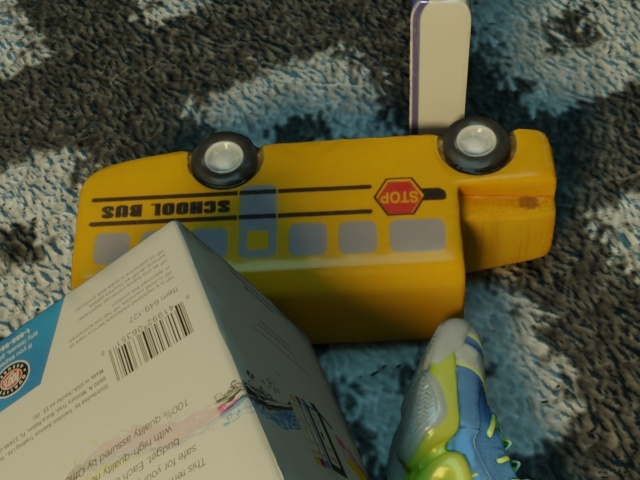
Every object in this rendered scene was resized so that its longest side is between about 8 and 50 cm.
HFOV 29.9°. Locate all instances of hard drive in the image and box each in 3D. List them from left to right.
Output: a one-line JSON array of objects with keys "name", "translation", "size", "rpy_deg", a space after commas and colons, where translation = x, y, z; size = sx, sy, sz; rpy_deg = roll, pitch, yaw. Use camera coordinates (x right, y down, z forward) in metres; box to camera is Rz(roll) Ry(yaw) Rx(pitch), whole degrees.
[{"name": "hard drive", "translation": [0.094, -0.228, 0.939], "size": [0.040, 0.210, 0.318], "rpy_deg": [1, 57, 5]}]

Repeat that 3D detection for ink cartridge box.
[{"name": "ink cartridge box", "translation": [-0.074, 0.149, 0.686], "size": [0.171, 0.168, 0.232], "rpy_deg": [-33, 49, 9]}]

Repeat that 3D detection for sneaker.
[{"name": "sneaker", "translation": [0.104, 0.171, 0.761], "size": [0.126, 0.091, 0.240], "rpy_deg": [14, 65, 0]}]

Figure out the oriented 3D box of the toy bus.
[{"name": "toy bus", "translation": [0.000, 0.000, 0.858], "size": [0.333, 0.108, 0.130], "rpy_deg": [-3, 57, 3]}]
